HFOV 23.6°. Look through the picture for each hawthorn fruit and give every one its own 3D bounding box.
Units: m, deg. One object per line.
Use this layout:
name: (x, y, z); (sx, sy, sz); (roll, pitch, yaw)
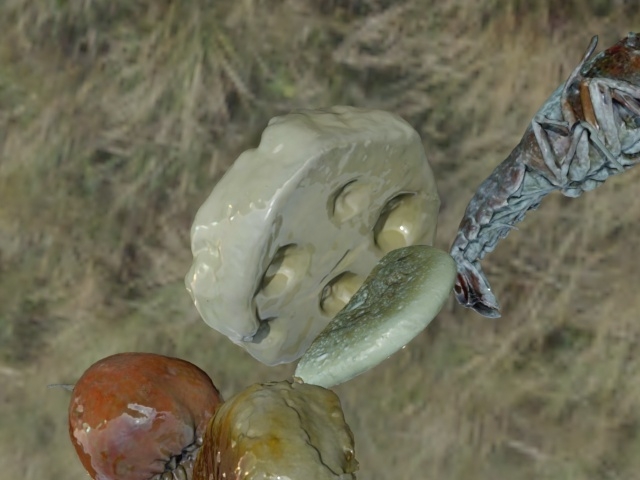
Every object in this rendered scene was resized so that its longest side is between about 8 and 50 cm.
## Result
hawthorn fruit: (-0.167, 0.154, 1.399); (0.149, 0.189, 0.149); (-30, 154, -16)

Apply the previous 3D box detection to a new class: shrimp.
shrimp: (0.289, -0.093, 1.726); (0.410, 0.166, 0.221); (-40, 159, 10)

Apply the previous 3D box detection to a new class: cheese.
cheese: (0.000, 0.000, 1.717); (0.115, 0.318, 0.326); (32, 165, 41)

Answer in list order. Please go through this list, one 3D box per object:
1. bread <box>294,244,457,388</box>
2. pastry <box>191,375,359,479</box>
bread: (0.060, 0.055, 1.320); (0.112, 0.193, 0.036); (-15, 116, 47)
pastry: (-0.036, 0.202, 1.089); (0.093, 0.182, 0.192); (2, 134, -21)
